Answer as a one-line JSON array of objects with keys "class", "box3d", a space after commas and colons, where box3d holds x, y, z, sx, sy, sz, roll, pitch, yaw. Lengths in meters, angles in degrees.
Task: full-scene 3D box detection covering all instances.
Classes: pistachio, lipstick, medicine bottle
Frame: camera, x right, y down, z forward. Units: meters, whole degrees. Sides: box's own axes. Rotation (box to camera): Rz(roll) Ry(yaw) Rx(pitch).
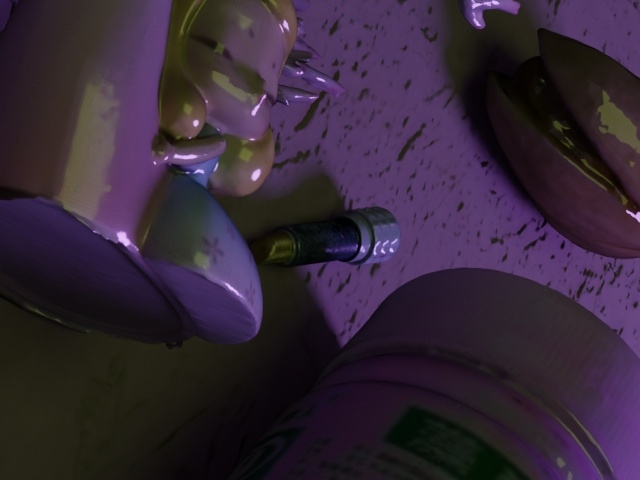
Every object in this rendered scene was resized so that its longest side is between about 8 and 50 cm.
[{"class": "pistachio", "box3d": [0.203, -0.066, 1.195, 0.226, 0.136, 0.136, 40, 56, -37]}, {"class": "lipstick", "box3d": [0.000, 0.000, 0.975, 0.116, 0.037, 0.037, -6, 92, -50]}, {"class": "medicine bottle", "box3d": [0.039, 0.183, 0.863, 0.325, 0.212, 0.212, -46, 123, -45]}]

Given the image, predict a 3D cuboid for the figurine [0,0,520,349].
[{"class": "figurine", "box3d": [-0.044, -0.101, 0.810, 0.284, 0.206, 0.315, 34, 67, -42]}]
